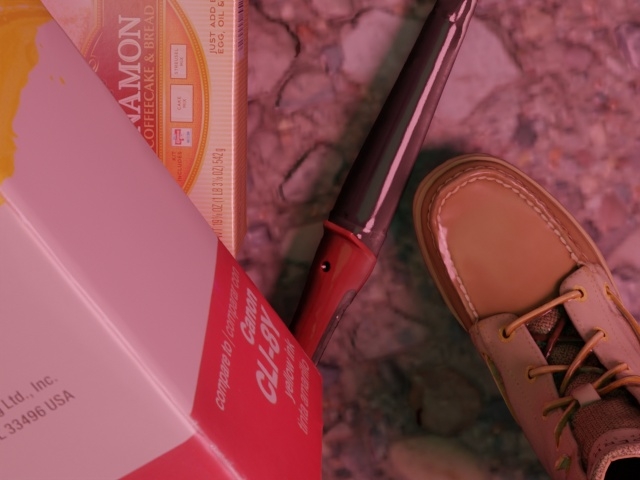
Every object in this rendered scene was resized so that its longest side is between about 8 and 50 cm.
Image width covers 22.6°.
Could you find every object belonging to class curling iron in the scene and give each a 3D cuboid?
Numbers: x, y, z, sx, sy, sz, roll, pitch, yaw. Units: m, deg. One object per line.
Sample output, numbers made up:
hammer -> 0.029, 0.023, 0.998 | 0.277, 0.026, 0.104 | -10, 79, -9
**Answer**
curling iron -> 0.000, 0.000, 0.767 | 0.068, 0.035, 0.274 | 31, 100, -3

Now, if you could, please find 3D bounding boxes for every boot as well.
boot -> 0.116, 0.063, 0.707 | 0.077, 0.165, 0.213 | -31, 99, 7

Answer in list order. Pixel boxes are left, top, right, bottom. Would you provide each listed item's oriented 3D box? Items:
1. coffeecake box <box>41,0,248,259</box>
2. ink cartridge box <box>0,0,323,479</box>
coffeecake box -> -0.128, -0.068, 0.744 | 0.186, 0.068, 0.142 | 1, 102, 3
ink cartridge box -> -0.215, 0.017, 0.644 | 0.279, 0.160, 0.384 | -29, 114, 16
